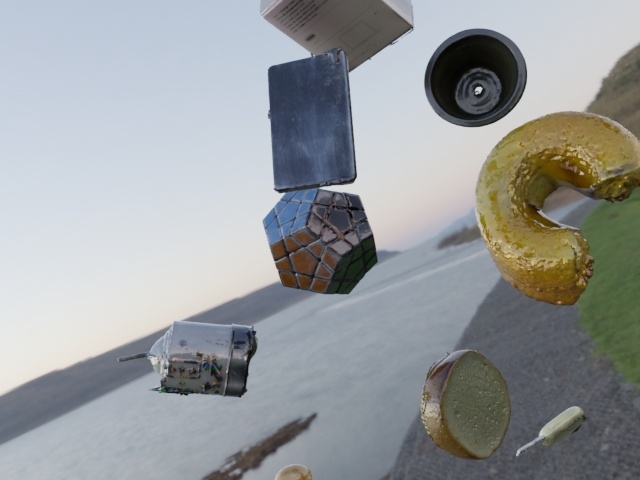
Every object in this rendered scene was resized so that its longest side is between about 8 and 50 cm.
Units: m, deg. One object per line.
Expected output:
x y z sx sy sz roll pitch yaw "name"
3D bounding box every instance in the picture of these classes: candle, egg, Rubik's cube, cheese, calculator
-0.324 0.290 1.598 0.331 0.187 0.187 6 -10 -10 "candle"
-0.068 0.605 1.625 0.097 0.080 0.080 0 -11 -15 "egg"
0.000 0.000 1.707 0.319 0.264 0.318 -29 39 26 "Rubik's cube"
0.693 0.592 1.960 0.252 0.054 0.127 -19 -41 -23 "cheese"
-0.019 -0.220 1.182 0.161 0.261 0.021 -7 -14 17 "calculator"

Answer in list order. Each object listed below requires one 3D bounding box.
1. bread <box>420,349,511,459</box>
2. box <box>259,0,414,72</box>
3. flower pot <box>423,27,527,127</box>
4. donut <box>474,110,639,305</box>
0.320 0.360 1.419 0.236 0.236 0.070 -22 3 -35 "bread"
0.035 -0.477 1.326 0.252 0.106 0.203 25 -37 -37 "box"
0.380 -0.379 1.568 0.235 0.235 0.148 -26 -8 16 "flower pot"
0.514 -0.099 1.449 0.163 0.378 0.434 31 -91 -51 "donut"
